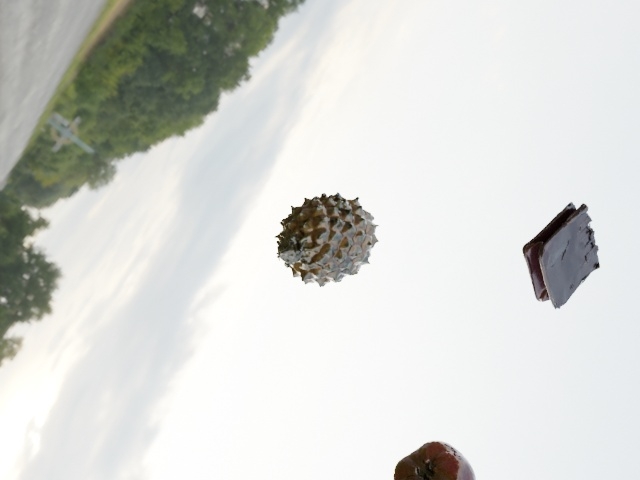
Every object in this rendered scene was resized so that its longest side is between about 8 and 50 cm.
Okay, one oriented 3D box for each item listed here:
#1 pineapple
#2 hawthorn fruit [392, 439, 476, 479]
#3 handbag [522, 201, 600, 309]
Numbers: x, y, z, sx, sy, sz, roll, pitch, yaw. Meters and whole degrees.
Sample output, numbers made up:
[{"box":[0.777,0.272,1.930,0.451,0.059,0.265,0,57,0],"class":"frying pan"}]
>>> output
[{"box":[0.000,0.000,1.312,0.193,0.166,0.166,-21,173,-46],"class":"pineapple"},{"box":[0.221,0.470,1.439,0.162,0.203,0.163,-19,-140,16],"class":"hawthorn fruit"},{"box":[0.598,0.035,1.928,0.216,0.203,0.074,-42,-143,-21],"class":"handbag"}]
